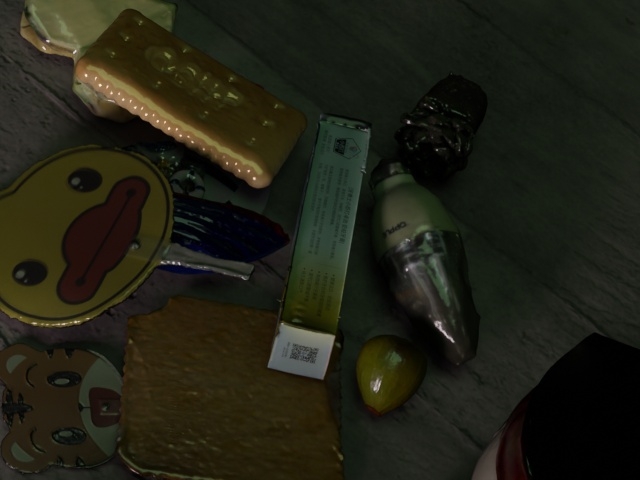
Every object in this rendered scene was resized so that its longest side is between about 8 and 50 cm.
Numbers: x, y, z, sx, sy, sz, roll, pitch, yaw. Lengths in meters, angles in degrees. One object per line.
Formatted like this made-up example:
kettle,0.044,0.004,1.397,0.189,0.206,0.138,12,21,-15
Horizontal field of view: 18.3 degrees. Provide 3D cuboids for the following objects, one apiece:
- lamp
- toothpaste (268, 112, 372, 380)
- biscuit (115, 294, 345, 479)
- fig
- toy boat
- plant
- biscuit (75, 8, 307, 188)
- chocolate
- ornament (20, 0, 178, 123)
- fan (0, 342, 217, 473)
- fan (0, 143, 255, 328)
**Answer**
lamp,0.112,0.022,2.164,0.101,0.101,0.250,-9,60,-21
toothpaste,0.000,0.000,2.146,0.071,0.089,0.313,11,49,-2
biscuit,-0.089,0.157,2.051,0.237,0.013,0.232,10,51,-12
fig,0.071,0.141,2.083,0.074,0.074,0.088,22,69,1
toy boat,-0.114,-0.065,2.200,0.219,0.072,0.318,33,43,13
plant,0.138,-0.129,2.290,0.094,0.092,0.143,31,44,-1
biscuit,-0.139,-0.162,2.208,0.250,0.030,0.160,32,37,-1
chocolate,0.265,0.253,1.970,0.284,0.186,0.283,13,63,-27
ornament,-0.232,-0.235,2.290,0.180,0.059,0.201,-30,69,-35
fan,-0.217,0.168,2.019,0.227,0.008,0.152,1,54,-15
fan,-0.219,0.002,2.066,0.335,0.011,0.229,13,60,24
